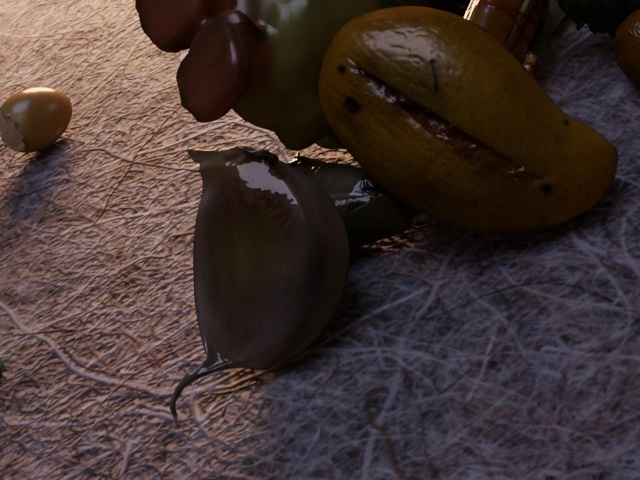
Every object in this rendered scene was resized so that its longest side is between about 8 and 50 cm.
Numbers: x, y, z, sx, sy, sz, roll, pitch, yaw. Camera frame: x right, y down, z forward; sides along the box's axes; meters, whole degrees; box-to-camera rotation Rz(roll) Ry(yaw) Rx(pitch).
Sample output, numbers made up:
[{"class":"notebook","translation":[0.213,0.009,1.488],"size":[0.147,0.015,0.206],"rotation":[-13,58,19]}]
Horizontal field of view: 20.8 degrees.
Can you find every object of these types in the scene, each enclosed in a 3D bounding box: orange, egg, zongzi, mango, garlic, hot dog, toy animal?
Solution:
[{"class":"orange","translation":[0.331,-0.195,1.745],"size":[0.085,0.085,0.085],"rotation":[-20,31,12]},{"class":"egg","translation":[-0.362,-0.156,2.224],"size":[0.096,0.080,0.080],"rotation":[-30,27,-34]},{"class":"zongzi","translation":[0.000,0.000,1.713],"size":[0.160,0.078,0.176],"rotation":[7,55,44]},{"class":"mango","translation":[0.128,-0.108,1.624],"size":[0.295,0.120,0.177],"rotation":[34,99,17]},{"class":"garlic","translation":[-0.049,0.049,1.629],"size":[0.148,0.128,0.267],"rotation":[-2,71,34]},{"class":"hot dog","translation":[0.186,-0.195,1.806],"size":[0.076,0.104,0.250],"rotation":[-1,51,34]},{"class":"toy animal","translation":[-0.010,-0.201,1.786],"size":[0.191,0.338,0.216],"rotation":[-47,57,22]}]

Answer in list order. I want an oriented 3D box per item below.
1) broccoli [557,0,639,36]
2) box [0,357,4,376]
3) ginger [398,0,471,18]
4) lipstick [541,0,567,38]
[{"class":"broccoli","translation":[0.356,-0.373,1.859],"size":[0.275,0.397,0.353],"rotation":[28,80,17]},{"class":"box","translation":[-0.481,0.054,1.766],"size":[0.205,0.311,0.118],"rotation":[-13,24,24]},{"class":"ginger","translation":[0.140,-0.314,2.035],"size":[0.309,0.107,0.133],"rotation":[-1,61,53]},{"class":"lipstick","translation":[0.297,-0.326,1.988],"size":[0.059,0.059,0.264],"rotation":[1,41,39]}]
